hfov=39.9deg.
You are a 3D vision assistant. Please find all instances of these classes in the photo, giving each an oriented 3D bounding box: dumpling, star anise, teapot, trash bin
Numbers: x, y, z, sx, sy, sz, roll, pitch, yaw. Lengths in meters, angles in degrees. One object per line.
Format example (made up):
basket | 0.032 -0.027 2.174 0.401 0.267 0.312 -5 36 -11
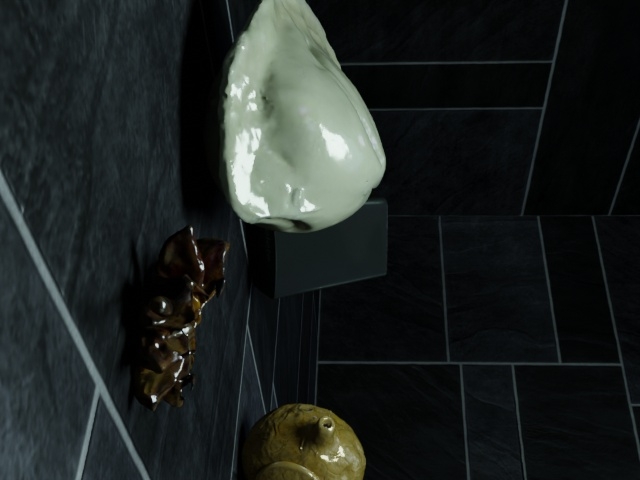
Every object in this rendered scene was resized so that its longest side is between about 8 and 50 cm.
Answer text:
dumpling | -0.024 -0.172 1.134 0.395 0.233 0.316 -26 119 -66
star anise | -0.128 0.053 0.797 0.234 0.073 0.177 112 -7 -51
teapot | -0.041 0.389 1.426 0.311 0.203 0.167 -66 176 28
trash bin | 0.000 0.000 1.564 0.115 0.225 0.165 -151 -123 -63
